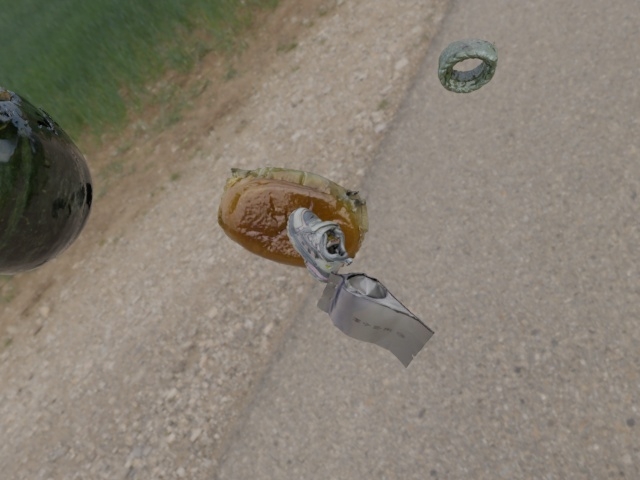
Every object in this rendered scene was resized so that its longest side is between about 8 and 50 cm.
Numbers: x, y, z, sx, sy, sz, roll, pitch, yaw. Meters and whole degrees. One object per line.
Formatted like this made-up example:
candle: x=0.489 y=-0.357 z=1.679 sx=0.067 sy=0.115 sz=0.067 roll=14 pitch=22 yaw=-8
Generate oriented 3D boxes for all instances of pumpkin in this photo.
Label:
pumpkin: x=-0.643 y=-0.123 z=1.230 sx=0.454 sy=0.455 sz=0.343 roll=24 pitch=96 yaw=55

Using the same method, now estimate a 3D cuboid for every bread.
bread: x=-0.068 y=-0.055 z=1.770 sx=0.389 sy=0.235 sz=0.183 roll=11 pitch=29 yaw=0

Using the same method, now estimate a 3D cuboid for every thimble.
thimble: x=0.266 y=-0.316 z=1.222 sx=0.110 sy=0.084 sz=0.062 roll=-21 pitch=37 yaw=26

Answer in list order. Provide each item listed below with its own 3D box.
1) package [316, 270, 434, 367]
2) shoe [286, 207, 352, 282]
package: x=0.116 y=0.165 z=1.490 sx=0.062 sy=0.251 sz=0.203 roll=-54 pitch=-8 yaw=-29
shoe: x=0.000 y=0.000 z=1.482 sx=0.089 sy=0.180 sz=0.092 roll=-18 pitch=-13 yaw=-47
